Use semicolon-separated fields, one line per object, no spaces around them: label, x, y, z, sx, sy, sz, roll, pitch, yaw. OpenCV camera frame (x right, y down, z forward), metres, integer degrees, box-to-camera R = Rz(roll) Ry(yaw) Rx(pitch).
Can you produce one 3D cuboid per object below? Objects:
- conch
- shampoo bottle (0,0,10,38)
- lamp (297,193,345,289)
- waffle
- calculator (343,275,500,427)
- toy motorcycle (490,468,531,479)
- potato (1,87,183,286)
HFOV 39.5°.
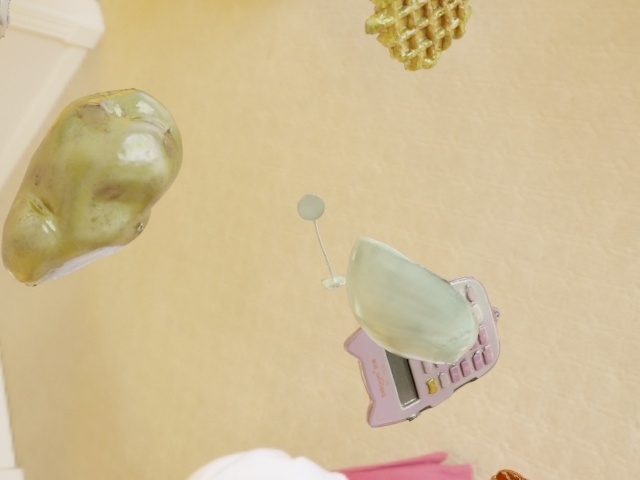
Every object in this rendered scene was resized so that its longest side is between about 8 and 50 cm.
conch;0.119;0.084;1.191;0.185;0.221;0.121;-22;38;48
shampoo bottle;-0.585;-0.392;1.251;0.273;0.266;0.273;179;90;-81
lamp;0.000;0.000;1.636;0.056;0.050;0.198;-109;2;-66
waffle;0.165;-0.380;1.353;0.059;0.243;0.237;28;97;41
calculator;0.175;0.174;1.454;0.043;0.294;0.194;8;119;64
toy motorcycle;0.203;0.417;1.169;0.148;0.326;0.221;19;101;51
potato;-0.360;-0.079;1.371;0.351;0.202;0.218;-50;42;-1
